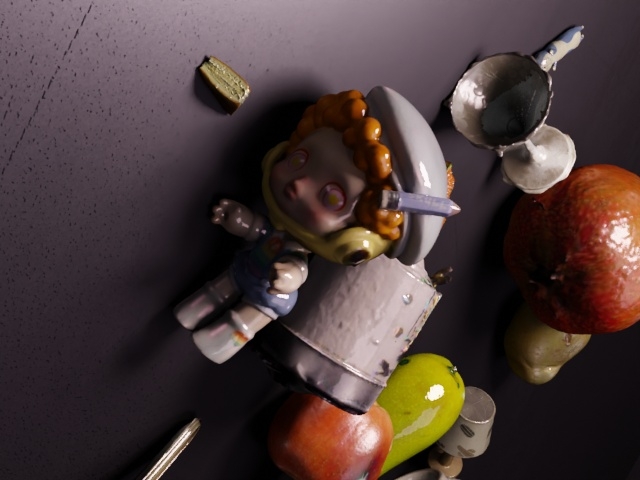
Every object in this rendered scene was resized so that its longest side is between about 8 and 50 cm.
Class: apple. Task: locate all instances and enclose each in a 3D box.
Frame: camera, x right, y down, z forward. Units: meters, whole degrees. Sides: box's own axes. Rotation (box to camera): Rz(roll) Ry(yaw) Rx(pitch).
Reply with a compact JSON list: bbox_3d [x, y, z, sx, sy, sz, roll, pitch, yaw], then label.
[{"bbox_3d":[0.021,0.294,1.451,0.199,0.199,0.199,-29,137,-32],"label":"apple"}]

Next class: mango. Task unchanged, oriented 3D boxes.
[{"bbox_3d":[0.113,0.304,1.602,0.293,0.143,0.175,-42,157,-1],"label":"mango"}]

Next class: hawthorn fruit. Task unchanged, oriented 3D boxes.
[{"bbox_3d":[0.487,0.005,1.673,0.369,0.284,0.285,-19,131,-46],"label":"hawthorn fruit"}]

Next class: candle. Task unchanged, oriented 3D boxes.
[{"bbox_3d":[0.063,0.068,1.317,0.330,0.187,0.187,-57,145,-2],"label":"candle"}]

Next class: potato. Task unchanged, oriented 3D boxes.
[{"bbox_3d":[0.435,0.192,1.874,0.157,0.157,0.194,-16,131,-42],"label":"potato"}]

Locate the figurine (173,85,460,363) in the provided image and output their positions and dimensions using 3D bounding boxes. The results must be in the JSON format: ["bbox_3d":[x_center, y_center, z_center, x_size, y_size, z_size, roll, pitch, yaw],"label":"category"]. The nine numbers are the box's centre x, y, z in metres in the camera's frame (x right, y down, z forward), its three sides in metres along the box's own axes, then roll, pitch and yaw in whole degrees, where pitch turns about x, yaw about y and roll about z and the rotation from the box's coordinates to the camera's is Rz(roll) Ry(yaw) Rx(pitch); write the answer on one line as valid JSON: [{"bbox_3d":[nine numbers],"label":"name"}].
[{"bbox_3d":[-0.017,-0.019,1.182,0.381,0.225,0.205,-33,145,15],"label":"figurine"}]

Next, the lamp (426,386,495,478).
[{"bbox_3d":[0.260,0.370,1.842,0.121,0.121,0.215,-28,150,-33],"label":"lamp"}]

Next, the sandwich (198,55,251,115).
[{"bbox_3d":[-0.097,-0.165,1.063,0.031,0.044,0.083,-54,147,-10],"label":"sandwich"}]

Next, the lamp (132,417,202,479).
[{"bbox_3d":[-0.188,0.392,1.341,0.203,0.124,0.283,-46,122,-29],"label":"lamp"}]

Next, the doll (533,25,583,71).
[{"bbox_3d":[0.374,-0.299,1.515,0.125,0.027,0.037,-38,134,-23],"label":"doll"}]

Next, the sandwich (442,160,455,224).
[{"bbox_3d":[0.170,-0.058,1.468,0.067,0.029,0.135,-26,134,-42],"label":"sandwich"}]

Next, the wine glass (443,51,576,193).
[{"bbox_3d":[0.298,-0.164,1.446,0.156,0.156,0.232,-55,149,0],"label":"wine glass"}]

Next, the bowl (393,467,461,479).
[{"bbox_3d":[0.192,0.528,1.800,0.337,0.337,0.158,-27,95,-34],"label":"bowl"}]
